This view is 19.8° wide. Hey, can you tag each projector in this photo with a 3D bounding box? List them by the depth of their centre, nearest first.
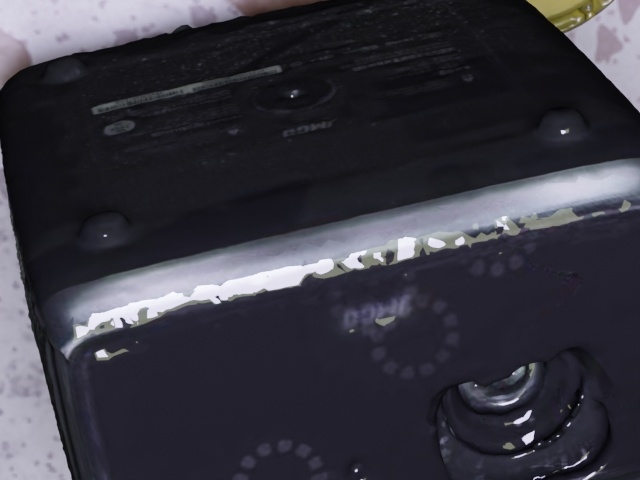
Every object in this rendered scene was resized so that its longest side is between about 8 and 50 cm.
[{"bbox_3d":[0.000,0.000,1.216,0.395,0.405,0.242,-14,118,-6],"label":"projector"}]

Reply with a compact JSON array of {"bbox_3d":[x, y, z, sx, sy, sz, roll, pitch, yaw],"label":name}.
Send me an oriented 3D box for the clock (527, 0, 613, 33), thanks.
[{"bbox_3d":[0.151,-0.260,1.375,0.237,0.057,0.237,-2,104,-9],"label":"clock"}]
